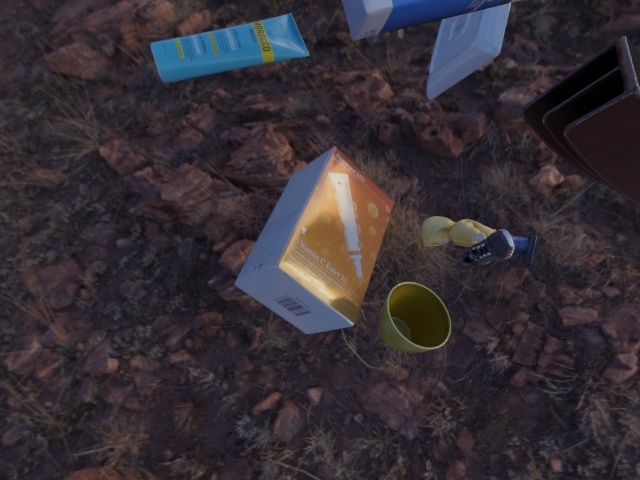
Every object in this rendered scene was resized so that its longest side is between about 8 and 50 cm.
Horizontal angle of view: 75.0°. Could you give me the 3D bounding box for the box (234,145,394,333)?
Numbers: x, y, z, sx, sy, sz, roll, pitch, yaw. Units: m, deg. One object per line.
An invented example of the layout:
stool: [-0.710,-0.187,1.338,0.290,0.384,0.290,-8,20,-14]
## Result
box: [0.000,0.000,0.936,0.168,0.215,0.345,-24,35,47]

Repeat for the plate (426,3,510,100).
plate: [0.356,-0.523,1.027,0.045,0.277,0.278,17,82,-15]

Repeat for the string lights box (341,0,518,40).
string lights box: [0.150,-0.349,0.503,0.260,0.077,0.133,-16,93,-7]

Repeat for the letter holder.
letter holder: [0.546,-0.170,0.771,0.302,0.214,0.152,31,55,-18]

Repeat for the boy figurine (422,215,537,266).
boy figurine: [0.404,-0.004,1.088,0.285,0.177,0.092,11,91,22]

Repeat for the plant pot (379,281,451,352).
plant pot: [0.165,0.161,0.802,0.134,0.095,0.134,13,51,-17]

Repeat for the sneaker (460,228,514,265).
sneaker: [0.357,0.027,0.906,0.065,0.158,0.061,-17,72,-14]

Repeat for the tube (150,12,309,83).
tube: [-0.126,-0.269,0.587,0.207,0.052,0.080,-17,80,-12]
